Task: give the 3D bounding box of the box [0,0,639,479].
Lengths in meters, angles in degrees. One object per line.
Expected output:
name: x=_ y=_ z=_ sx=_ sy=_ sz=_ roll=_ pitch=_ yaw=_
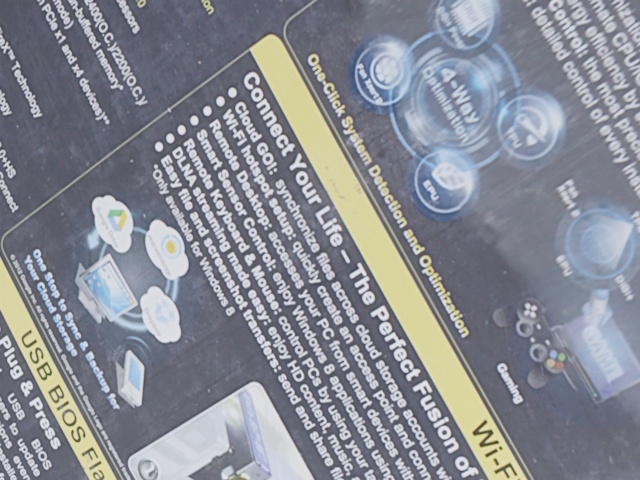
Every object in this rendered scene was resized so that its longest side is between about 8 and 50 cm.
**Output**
box: x=0.000 y=0.000 z=0.413 sx=0.318 sy=0.395 sz=0.097 roll=-35 pitch=171 yaw=32
